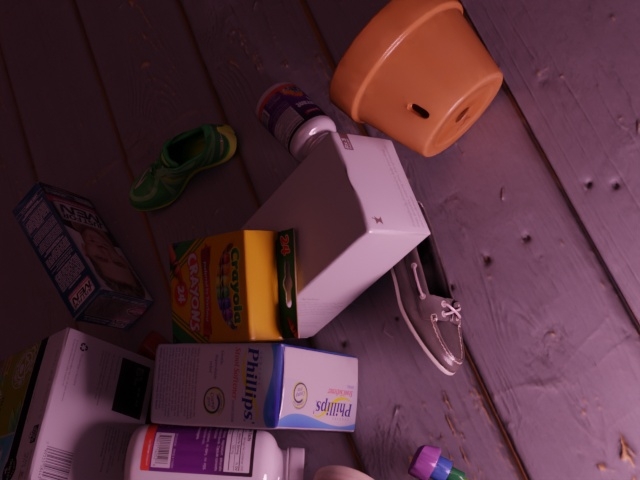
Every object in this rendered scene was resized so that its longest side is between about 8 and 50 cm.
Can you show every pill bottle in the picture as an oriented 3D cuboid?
[{"bbox_3d":[-0.036,-0.226,1.934,0.108,0.108,0.193,-50,59,13],"label":"pill bottle"},{"bbox_3d":[-0.194,0.439,1.779,0.323,0.181,0.182,4,79,-1],"label":"pill bottle"}]

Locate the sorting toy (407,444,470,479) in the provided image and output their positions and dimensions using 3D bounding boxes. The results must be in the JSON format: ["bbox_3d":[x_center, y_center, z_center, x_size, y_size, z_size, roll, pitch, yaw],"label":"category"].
[{"bbox_3d":[0.153,0.537,1.664,0.126,0.127,0.366,27,92,5],"label":"sorting toy"}]

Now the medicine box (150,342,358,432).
[{"bbox_3d":[-0.117,0.274,1.777,0.289,0.263,0.149,-5,77,31],"label":"medicine box"}]

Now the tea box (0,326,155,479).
[{"bbox_3d":[-0.531,0.394,1.948,0.323,0.220,0.329,-26,46,44],"label":"tea box"}]

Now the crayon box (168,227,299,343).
[{"bbox_3d":[-0.166,0.089,1.769,0.318,0.081,0.202,-11,80,50],"label":"crayon box"}]

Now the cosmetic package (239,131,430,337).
[{"bbox_3d":[0.000,0.000,1.759,0.385,0.156,0.217,-41,57,40],"label":"cosmetic package"}]

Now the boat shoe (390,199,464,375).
[{"bbox_3d":[0.192,0.075,1.720,0.095,0.112,0.335,-36,59,26],"label":"boat shoe"}]

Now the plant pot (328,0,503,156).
[{"bbox_3d":[0.187,-0.290,1.722,0.203,0.291,0.291,45,104,15],"label":"plant pot"}]

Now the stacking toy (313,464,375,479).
[{"bbox_3d":[-0.002,0.554,1.627,0.141,0.141,0.330,0,46,32],"label":"stacking toy"}]

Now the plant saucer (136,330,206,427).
[{"bbox_3d":[-0.351,0.360,2.037,0.258,0.047,0.259,32,98,33],"label":"plant saucer"}]

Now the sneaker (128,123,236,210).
[{"bbox_3d":[-0.321,-0.172,2.093,0.295,0.123,0.109,-34,63,22],"label":"sneaker"}]

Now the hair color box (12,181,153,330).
[{"bbox_3d":[-0.534,0.034,2.151,0.105,0.174,0.347,-46,60,14],"label":"hair color box"}]
